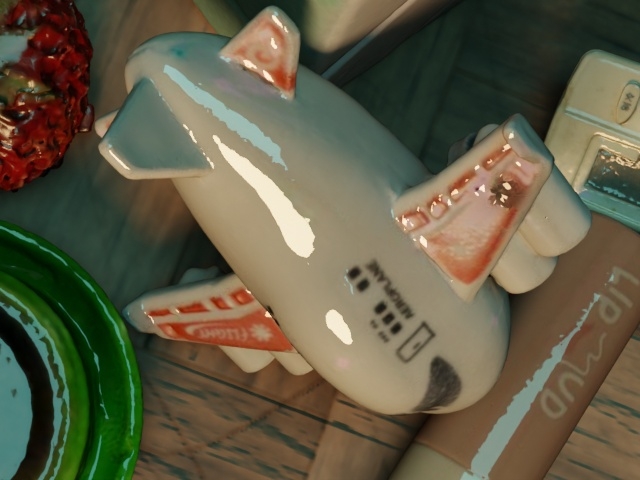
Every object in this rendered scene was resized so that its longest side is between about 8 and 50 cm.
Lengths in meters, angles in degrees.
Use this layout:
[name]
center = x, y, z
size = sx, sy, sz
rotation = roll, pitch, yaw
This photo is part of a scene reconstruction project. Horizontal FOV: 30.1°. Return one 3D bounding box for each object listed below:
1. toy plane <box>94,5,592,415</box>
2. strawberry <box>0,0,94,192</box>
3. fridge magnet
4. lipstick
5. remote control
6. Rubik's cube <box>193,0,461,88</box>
[toy plane]
center = 0.001, -0.003, 0.569
size = 0.252, 0.252, 0.118
rotation = 23, 47, -5
[strawberry]
center = -0.186, -0.088, 0.614
size = 0.145, 0.086, 0.145
rotation = 0, 90, -13
[fridge magnet]
center = -0.193, 0.087, 0.593
size = 0.208, 0.088, 0.208
rotation = 1, 83, -7
[lipstick]
center = 0.096, 0.103, 0.648
size = 0.070, 0.070, 0.254
rotation = 36, 77, -2
[remote control]
center = 0.242, -0.031, 0.679
size = 0.230, 0.049, 0.090
rotation = 23, 108, 7
[Rubik's cube]
center = 0.032, -0.299, 0.578
size = 0.318, 0.322, 0.316
rotation = -36, 87, -12
